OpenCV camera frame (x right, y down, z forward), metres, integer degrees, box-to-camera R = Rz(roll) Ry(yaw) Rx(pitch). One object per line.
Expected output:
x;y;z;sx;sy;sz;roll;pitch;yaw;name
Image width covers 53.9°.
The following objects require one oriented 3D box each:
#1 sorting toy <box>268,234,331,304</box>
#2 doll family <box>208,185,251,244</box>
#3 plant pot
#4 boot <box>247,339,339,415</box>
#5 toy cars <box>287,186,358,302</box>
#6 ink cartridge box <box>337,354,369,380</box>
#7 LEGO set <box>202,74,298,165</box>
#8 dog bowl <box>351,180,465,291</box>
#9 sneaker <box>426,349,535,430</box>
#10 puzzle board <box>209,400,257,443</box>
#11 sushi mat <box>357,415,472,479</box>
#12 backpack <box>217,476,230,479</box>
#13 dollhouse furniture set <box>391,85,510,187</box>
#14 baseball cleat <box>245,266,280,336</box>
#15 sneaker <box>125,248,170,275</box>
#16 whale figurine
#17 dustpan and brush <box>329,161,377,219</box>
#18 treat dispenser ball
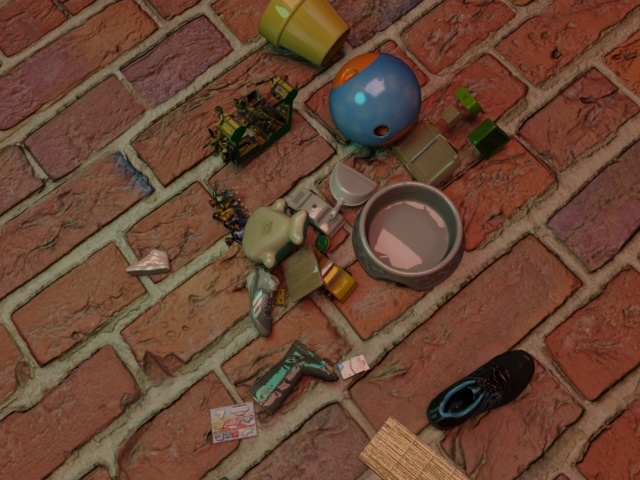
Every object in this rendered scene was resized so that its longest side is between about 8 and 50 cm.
-0.048;0.100;1.840;0.274;0.046;0.132;-35;62;36;sorting toy
-0.279;-0.071;1.964;0.111;0.076;0.193;-32;74;-13;doll family
-0.040;-0.720;2.111;0.239;0.254;0.254;41;76;-1;plant pot
-0.077;0.407;1.778;0.189;0.076;0.208;31;67;28;boot
0.000;0.000;1.915;0.176;0.087;0.394;-10;70;-1;toy cars
0.095;0.363;1.808;0.083;0.028;0.048;-24;71;-6;ink cartridge box
-0.241;-0.407;1.994;0.192;0.255;0.331;43;74;16;LEGO set
0.269;-0.024;1.902;0.349;0.102;0.349;-1;69;3;dog bowl
0.451;0.408;1.715;0.341;0.139;0.125;-32;70;-10;sneaker
-0.247;0.515;1.781;0.128;0.011;0.096;-10;70;-1;puzzle board
0.270;0.634;1.706;0.316;0.019;0.151;37;75;15;sushi mat
-0.249;0.737;1.589;0.191;0.225;0.253;-39;77;-5;backpack
0.413;-0.309;2.017;0.301;0.151;0.197;-42;63;18;dollhouse furniture set
-0.163;0.176;1.854;0.109;0.072;0.206;-28;68;26;baseball cleat
-0.532;0.067;1.939;0.134;0.051;0.070;-7;68;-3;sneaker
-0.112;-0.015;1.853;0.272;0.141;0.216;-12;63;47;whale figurine
0.076;-0.141;1.957;0.147;0.060;0.211;31;42;1;dustpan and brush
0.170;-0.437;1.959;0.288;0.288;0.288;-1;70;3;treat dispenser ball
